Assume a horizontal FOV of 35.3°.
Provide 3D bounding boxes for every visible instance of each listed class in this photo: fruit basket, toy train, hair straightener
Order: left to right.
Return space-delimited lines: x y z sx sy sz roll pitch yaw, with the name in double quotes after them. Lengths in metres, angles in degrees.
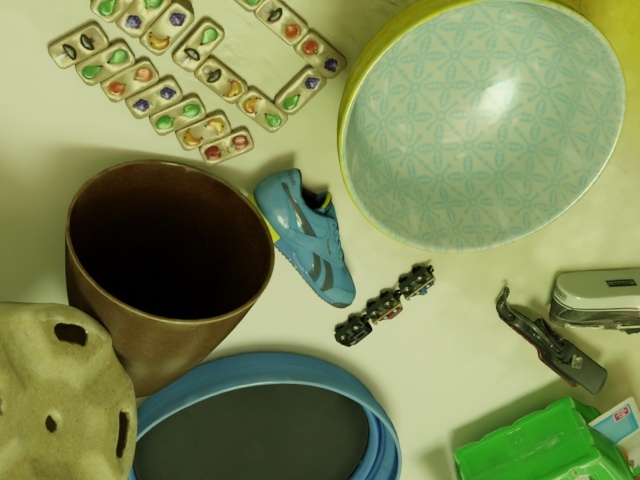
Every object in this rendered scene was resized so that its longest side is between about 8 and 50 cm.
0.084 0.084 1.270 0.158 0.027 0.036 -39 129 17 "toy train"
0.313 0.134 1.328 0.230 0.089 0.047 44 76 -29 "hair straightener"
0.353 0.390 1.482 0.327 0.165 0.353 -28 131 8 "fruit basket"

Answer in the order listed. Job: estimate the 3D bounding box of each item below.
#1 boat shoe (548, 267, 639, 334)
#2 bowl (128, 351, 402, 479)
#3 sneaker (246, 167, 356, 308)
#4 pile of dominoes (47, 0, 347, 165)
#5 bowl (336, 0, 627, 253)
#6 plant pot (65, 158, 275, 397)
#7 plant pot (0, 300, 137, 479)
0.407 0.083 1.317 0.220 0.077 0.070 3 126 -5 "boat shoe"
-0.088 0.307 1.368 0.391 0.077 0.391 -7 128 -9 "bowl"
0.000 0.000 1.160 0.082 0.069 0.209 -33 127 8 "sneaker"
-0.121 -0.179 1.013 0.251 0.040 0.196 35 112 -32 "pile of dominoes"
0.145 -0.146 1.026 0.290 0.156 0.289 -6 128 -8 "bowl"
-0.185 0.068 1.101 0.216 0.215 0.230 7 138 -18 "plant pot"
-0.365 0.183 0.982 0.306 0.333 0.333 -9 134 28 "plant pot"
